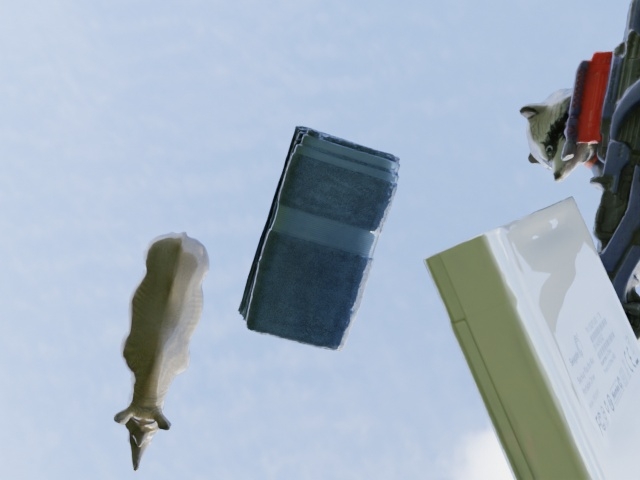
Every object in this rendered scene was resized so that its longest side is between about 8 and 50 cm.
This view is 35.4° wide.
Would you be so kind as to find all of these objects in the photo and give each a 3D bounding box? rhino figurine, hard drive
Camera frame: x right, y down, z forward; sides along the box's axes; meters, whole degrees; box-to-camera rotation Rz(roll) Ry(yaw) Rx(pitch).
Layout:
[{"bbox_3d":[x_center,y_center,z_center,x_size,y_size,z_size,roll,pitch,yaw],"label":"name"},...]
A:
[{"bbox_3d":[-0.160,0.103,0.982,0.073,0.106,0.243,14,-109,-12],"label":"rhino figurine"},{"bbox_3d":[0.153,0.132,0.488,0.040,0.203,0.308,-24,-94,25],"label":"hard drive"}]

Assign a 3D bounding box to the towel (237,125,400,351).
[{"bbox_3d":[0.000,0.000,0.571,0.067,0.029,0.120,17,-90,-11],"label":"towel"}]

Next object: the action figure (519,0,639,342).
[{"bbox_3d":[0.318,-0.042,0.820,0.330,0.178,0.341,17,-99,23],"label":"action figure"}]
